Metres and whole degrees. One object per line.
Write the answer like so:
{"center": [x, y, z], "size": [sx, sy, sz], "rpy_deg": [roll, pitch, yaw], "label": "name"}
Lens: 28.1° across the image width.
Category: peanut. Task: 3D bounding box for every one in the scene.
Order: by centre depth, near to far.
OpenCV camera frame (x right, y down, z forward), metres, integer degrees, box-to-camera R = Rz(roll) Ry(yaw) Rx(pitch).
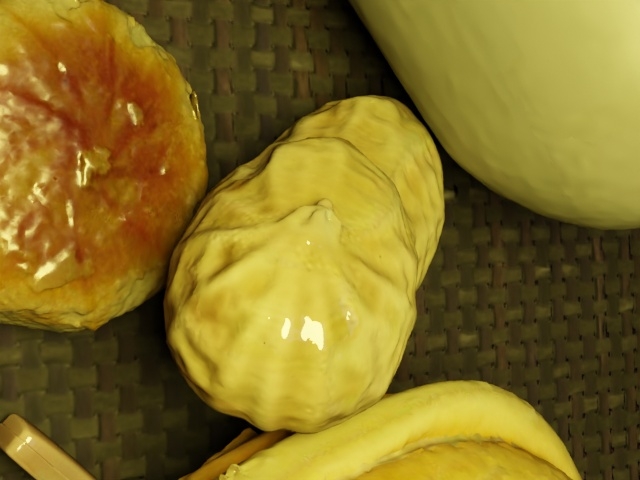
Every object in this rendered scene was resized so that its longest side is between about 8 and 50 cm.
{"center": [0.000, 0.000, 0.762], "size": [0.325, 0.140, 0.153], "rpy_deg": [-62, 158, -60], "label": "peanut"}

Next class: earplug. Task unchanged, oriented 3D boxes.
{"center": [0.165, -0.207, 0.808], "size": [0.312, 0.312, 0.394], "rpy_deg": [-42, 107, -28], "label": "earplug"}

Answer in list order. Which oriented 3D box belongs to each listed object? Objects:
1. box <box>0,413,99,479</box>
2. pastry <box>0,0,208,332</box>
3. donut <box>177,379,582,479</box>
{"center": [-0.144, 0.147, 0.759], "size": [0.115, 0.048, 0.025], "rpy_deg": [47, 72, -23], "label": "box"}
{"center": [-0.151, -0.044, 0.735], "size": [0.182, 0.093, 0.193], "rpy_deg": [9, 83, -36], "label": "pastry"}
{"center": [0.024, 0.293, 0.758], "size": [0.448, 0.198, 0.449], "rpy_deg": [-8, 102, -40], "label": "donut"}
